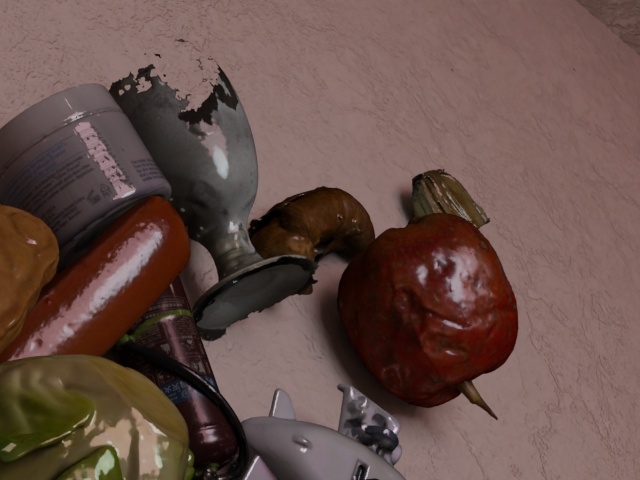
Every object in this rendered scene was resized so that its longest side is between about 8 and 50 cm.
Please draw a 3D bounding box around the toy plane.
[{"bbox_3d":[0.008,0.287,1.450,0.266,0.122,0.267,14,64,-31],"label":"toy plane"}]

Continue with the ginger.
[{"bbox_3d":[-0.012,-0.008,1.740,0.133,0.107,0.309,38,28,9],"label":"ginger"}]

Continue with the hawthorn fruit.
[{"bbox_3d":[0.149,0.095,1.703,0.258,0.258,0.262,26,54,-32],"label":"hawthorn fruit"}]

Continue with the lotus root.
[{"bbox_3d":[0.201,-0.047,2.060,0.143,0.070,0.144,-26,81,-50],"label":"lotus root"}]

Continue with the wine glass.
[{"bbox_3d":[-0.151,-0.068,1.565,0.190,0.190,0.357,-1,60,-50],"label":"wine glass"}]

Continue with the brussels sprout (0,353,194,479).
[{"bbox_3d":[-0.252,0.236,1.085,0.259,0.294,0.227,41,-8,17],"label":"brussels sprout"}]

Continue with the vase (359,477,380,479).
[{"bbox_3d":[0.040,0.327,1.246,0.115,0.115,0.237,52,10,4],"label":"vase"}]

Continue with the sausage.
[{"bbox_3d":[-0.252,0.077,1.287,0.348,0.094,0.097,-44,119,-31],"label":"sausage"}]

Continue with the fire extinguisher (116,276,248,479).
[{"bbox_3d":[-0.181,0.158,1.385,0.141,0.105,0.341,-16,66,-13],"label":"fire extinguisher"}]

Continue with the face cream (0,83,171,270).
[{"bbox_3d":[-0.281,-0.070,1.420,0.153,0.177,0.177,56,34,6],"label":"face cream"}]

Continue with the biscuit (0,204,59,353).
[{"bbox_3d":[-0.428,0.023,1.166,0.312,0.057,0.351,37,39,18],"label":"biscuit"}]
